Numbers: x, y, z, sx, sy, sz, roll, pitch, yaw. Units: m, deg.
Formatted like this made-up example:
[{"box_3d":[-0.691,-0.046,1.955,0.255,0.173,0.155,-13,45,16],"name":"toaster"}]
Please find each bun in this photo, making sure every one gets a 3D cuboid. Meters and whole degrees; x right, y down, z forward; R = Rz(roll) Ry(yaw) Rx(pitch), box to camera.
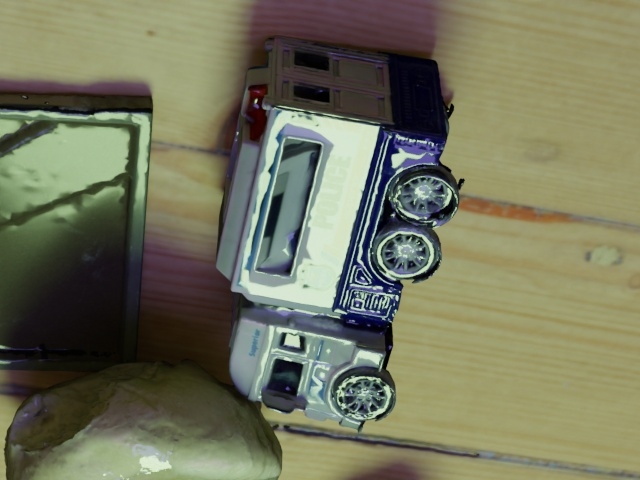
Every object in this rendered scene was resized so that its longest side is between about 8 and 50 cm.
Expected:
[{"box_3d":[-0.136,0.149,1.420,0.210,0.116,0.237,-8,162,-2],"name":"bun"}]

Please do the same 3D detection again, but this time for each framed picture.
[{"box_3d":[-0.295,-0.003,1.361,0.335,0.022,0.247,1,127,-9],"name":"framed picture"}]

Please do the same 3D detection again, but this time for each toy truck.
[{"box_3d":[0.000,0.000,1.347,0.155,0.124,0.268,10,123,-7],"name":"toy truck"}]
